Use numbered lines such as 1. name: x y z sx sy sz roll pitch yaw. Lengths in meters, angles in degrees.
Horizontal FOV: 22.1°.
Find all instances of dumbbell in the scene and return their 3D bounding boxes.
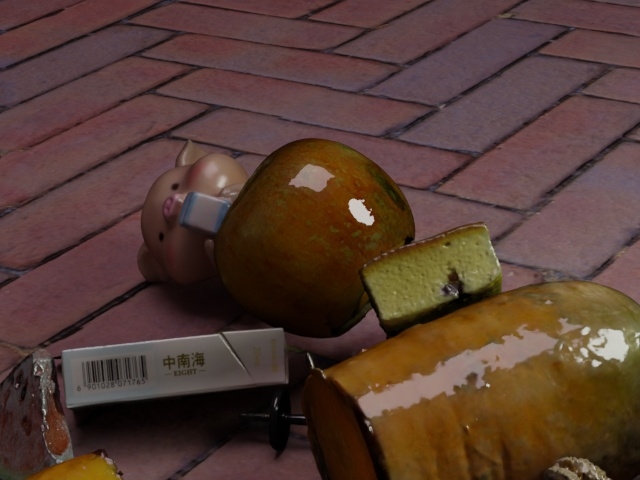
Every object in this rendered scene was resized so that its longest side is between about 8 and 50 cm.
1. dumbbell: -0.017 0.193 1.755 0.147 0.069 0.069 2 25 13

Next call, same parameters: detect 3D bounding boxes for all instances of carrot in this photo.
1. carrot: 0.173 0.168 1.610 0.340 0.224 0.224 -16 27 -18

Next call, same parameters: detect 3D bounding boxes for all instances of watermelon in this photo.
1. watermelon: -0.301 0.187 1.747 0.071 0.139 0.187 10 9 -40

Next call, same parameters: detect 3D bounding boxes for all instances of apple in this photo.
1. apple: 0.000 0.000 1.828 0.207 0.237 0.237 34 26 -5

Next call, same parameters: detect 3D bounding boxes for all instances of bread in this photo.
1. bread: 0.126 0.064 1.785 0.138 0.077 0.361 -22 -13 1

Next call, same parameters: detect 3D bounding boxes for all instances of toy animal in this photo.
1. toy animal: -0.112 -0.008 2.068 0.256 0.195 0.213 23 -3 11

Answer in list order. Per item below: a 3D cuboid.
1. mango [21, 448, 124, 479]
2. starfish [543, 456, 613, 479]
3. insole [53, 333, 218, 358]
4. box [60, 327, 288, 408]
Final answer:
1. mango: -0.262 0.309 1.450 0.257 0.138 0.187 -27 45 -37
2. starfish: 0.297 0.308 1.423 0.303 0.113 0.312 -22 39 -31
3. insole: -0.212 0.125 1.926 0.232 0.003 0.080 -9 -7 23
4. box: -0.162 0.143 1.814 0.242 0.067 0.155 -6 -4 -8
